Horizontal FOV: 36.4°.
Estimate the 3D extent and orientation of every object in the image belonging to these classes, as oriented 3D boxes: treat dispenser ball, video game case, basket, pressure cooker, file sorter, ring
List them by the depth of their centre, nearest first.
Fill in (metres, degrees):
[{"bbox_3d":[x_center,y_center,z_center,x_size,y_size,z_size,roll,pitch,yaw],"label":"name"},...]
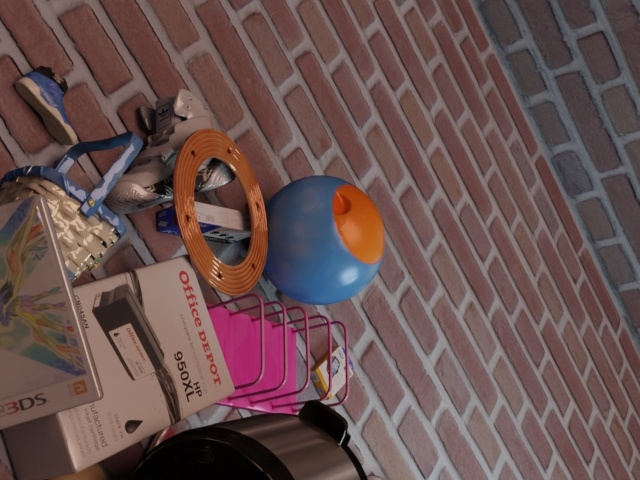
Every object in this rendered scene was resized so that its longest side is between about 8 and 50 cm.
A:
[{"bbox_3d":[-0.520,0.127,1.476,0.036,0.300,0.328,158,-84,-86],"label":"video game case"},{"bbox_3d":[-0.439,-0.060,1.656,0.201,0.255,0.288,39,66,-30],"label":"basket"},{"bbox_3d":[-0.109,0.494,1.703,0.420,0.370,0.375,8,63,-65],"label":"pressure cooker"},{"bbox_3d":[-0.199,-0.055,1.922,0.336,0.032,0.336,39,46,-56],"label":"ring"},{"bbox_3d":[-0.092,0.242,2.032,0.291,0.182,0.202,21,60,-47],"label":"file sorter"},{"bbox_3d":[0.000,0.000,2.153,0.288,0.288,0.288,23,59,-46],"label":"treat dispenser ball"}]

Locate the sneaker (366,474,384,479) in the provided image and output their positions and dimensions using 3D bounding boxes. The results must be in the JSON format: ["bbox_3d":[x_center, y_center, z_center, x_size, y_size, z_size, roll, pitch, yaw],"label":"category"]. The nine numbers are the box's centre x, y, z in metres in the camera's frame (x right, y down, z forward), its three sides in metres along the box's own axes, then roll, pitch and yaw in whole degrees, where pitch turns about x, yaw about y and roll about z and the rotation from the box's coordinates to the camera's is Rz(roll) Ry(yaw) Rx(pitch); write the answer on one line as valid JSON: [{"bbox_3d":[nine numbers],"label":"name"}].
[{"bbox_3d":[0.168,0.624,2.315,0.258,0.094,0.091,53,23,-32],"label":"sneaker"}]

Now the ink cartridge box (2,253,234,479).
[{"bbox_3d":[-0.368,0.209,1.703,0.395,0.166,0.285,-19,91,-53],"label":"ink cartridge box"}]

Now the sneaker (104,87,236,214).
[{"bbox_3d":[-0.321,-0.180,1.943,0.366,0.137,0.210,-22,94,-58],"label":"sneaker"}]

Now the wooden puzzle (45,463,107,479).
[{"bbox_3d":[-0.425,0.579,1.573,0.322,0.081,0.347,-31,97,-53],"label":"wooden puzzle"}]

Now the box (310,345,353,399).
[{"bbox_3d":[0.029,0.308,2.292,0.136,0.028,0.081,-39,108,-54],"label":"box"}]

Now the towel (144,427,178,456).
[{"bbox_3d":[-0.271,0.462,1.851,0.197,0.029,0.144,50,45,-28],"label":"towel"}]

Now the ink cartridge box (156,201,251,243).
[{"bbox_3d":[-0.233,-0.036,2.027,0.207,0.097,0.046,11,67,-49],"label":"ink cartridge box"}]

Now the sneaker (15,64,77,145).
[{"bbox_3d":[-0.489,-0.256,1.814,0.152,0.058,0.084,51,50,-17],"label":"sneaker"}]
